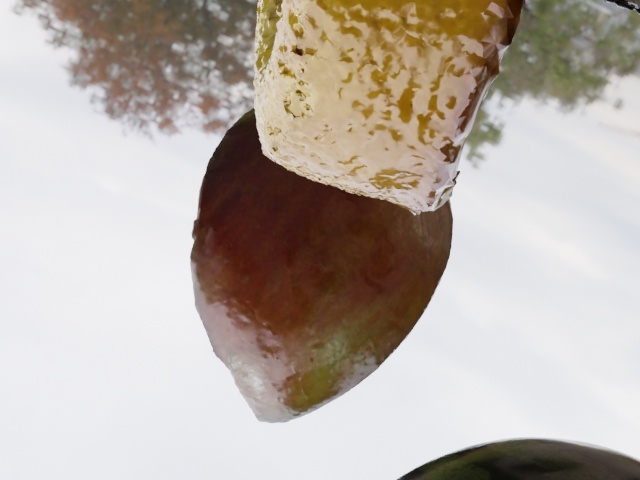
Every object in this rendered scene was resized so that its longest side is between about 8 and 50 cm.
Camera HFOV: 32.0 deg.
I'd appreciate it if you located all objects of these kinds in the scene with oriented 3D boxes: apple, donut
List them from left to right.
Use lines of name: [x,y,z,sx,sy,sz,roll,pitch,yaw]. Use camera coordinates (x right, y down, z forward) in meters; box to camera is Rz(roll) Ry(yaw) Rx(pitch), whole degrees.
apple: [0.000,0.000,1.121,0.254,0.179,0.346,21,-122,2]
donut: [0.034,-0.138,0.547,0.118,0.253,0.253,9,-162,-6]

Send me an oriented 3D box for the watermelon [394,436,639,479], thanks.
watermelon: [0.088,0.181,0.431,0.212,0.212,0.212,24,-164,-7]

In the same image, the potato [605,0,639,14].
potato: [0.157,-0.215,0.687,0.172,0.089,0.100,33,-149,27]
